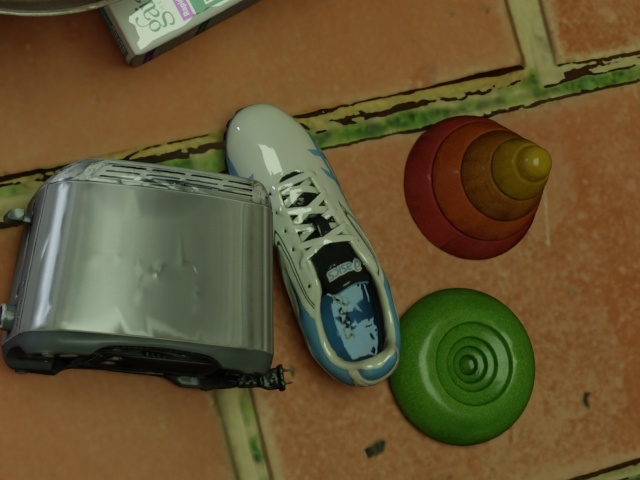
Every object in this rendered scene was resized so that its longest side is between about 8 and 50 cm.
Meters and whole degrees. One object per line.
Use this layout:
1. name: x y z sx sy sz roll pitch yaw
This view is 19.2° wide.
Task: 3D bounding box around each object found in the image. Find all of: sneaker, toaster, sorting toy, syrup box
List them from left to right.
1. toaster: -0.120 0.027 1.377 0.227 0.129 0.146 7 77 -19
2. syrup box: -0.062 -0.228 1.427 0.237 0.096 0.093 -29 93 -9
3. sneaker: 0.000 0.000 1.450 0.085 0.086 0.237 -25 90 -21
4. sorting toy: 0.135 0.069 1.470 0.127 0.126 0.365 9 78 -20

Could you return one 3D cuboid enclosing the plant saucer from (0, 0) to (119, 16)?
1. plant saucer: -0.218 -0.288 1.329 0.311 0.050 0.310 6 68 -15
